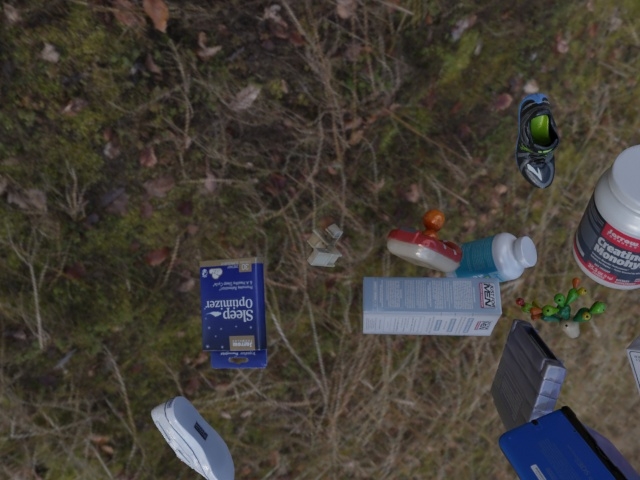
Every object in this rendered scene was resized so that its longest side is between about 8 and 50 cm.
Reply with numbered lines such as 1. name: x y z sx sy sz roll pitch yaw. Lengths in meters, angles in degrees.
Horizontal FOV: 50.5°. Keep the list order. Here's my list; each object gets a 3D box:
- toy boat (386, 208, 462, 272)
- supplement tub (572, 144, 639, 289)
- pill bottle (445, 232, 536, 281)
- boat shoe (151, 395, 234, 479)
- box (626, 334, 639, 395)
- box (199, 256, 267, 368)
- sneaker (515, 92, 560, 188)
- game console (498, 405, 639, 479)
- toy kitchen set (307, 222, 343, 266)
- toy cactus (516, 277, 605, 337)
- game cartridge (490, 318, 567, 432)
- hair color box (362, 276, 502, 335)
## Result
1. toy boat: 0.286 -0.008 1.777 0.231 0.151 0.151 24 83 -51
2. supplement tub: 0.637 -0.042 1.375 0.191 0.191 0.272 -36 150 -20
3. pill bottle: 0.523 0.061 2.086 0.146 0.264 0.146 17 65 -41
4. boat shoe: -0.289 0.465 1.548 0.084 0.258 0.095 -23 -165 24
5. box: 0.699 0.311 1.257 0.087 0.169 0.289 -31 105 -32
6. box: -0.178 0.149 1.380 0.036 0.137 0.225 5 81 -67
7. sneaker: 0.386 -0.167 1.206 0.067 0.078 0.188 -10 128 9
8. game console: 0.542 0.497 1.362 0.250 0.293 0.173 -23 119 -2
9. toy kitchen set: 0.000 0.000 1.378 0.075 0.083 0.068 6 124 -50
10. toy cactus: 0.651 0.191 1.815 0.180 0.219 0.112 54 35 -38
11. game cartridge: 0.498 0.348 1.648 0.355 0.068 0.230 -68 169 -79
12. hair color box: 0.308 0.189 1.932 0.375 0.113 0.185 1 154 4
